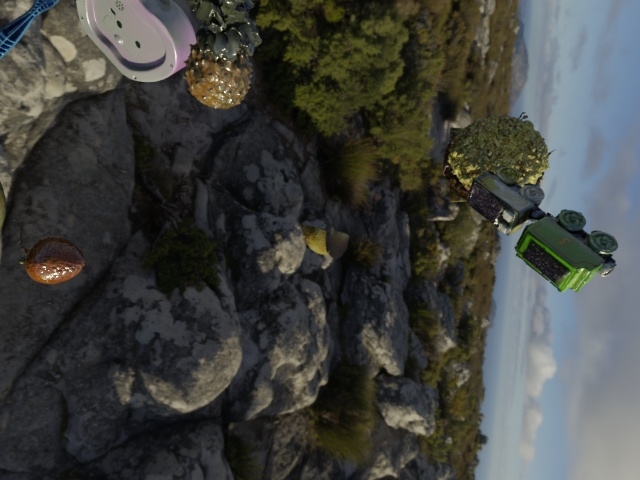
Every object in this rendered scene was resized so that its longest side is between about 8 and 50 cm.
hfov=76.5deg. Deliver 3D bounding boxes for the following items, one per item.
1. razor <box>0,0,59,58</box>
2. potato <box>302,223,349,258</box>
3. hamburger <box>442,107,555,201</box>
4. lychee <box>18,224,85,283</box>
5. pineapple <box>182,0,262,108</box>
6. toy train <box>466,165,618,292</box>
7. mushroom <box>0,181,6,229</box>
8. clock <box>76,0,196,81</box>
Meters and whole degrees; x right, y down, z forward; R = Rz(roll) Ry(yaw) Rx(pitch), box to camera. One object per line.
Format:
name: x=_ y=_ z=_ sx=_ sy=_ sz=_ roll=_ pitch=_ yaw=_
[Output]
razor: x=-0.670 y=-0.497 z=0.921 sx=0.253 sy=0.042 sz=0.082 roll=-54 pitch=130 yaw=-10
potato: x=0.000 y=0.000 z=0.991 sx=0.096 sy=0.103 sz=0.066 roll=16 pitch=89 yaw=-50
hamburger: x=0.409 y=-0.196 z=0.937 sx=0.138 sy=0.244 sz=0.261 roll=80 pitch=12 yaw=-66
lychee: x=-0.578 y=0.038 z=0.867 sx=0.101 sy=0.140 sz=0.114 roll=69 pitch=24 yaw=-50
pineapple: x=-0.150 y=-0.308 z=0.612 sx=0.119 sy=0.111 sz=0.237 roll=-35 pitch=170 yaw=-30
toy train: x=0.274 y=-0.022 z=0.525 sx=0.081 sy=0.202 sz=0.060 roll=-27 pitch=143 yaw=-16
mushroom: x=-0.430 y=-0.027 z=0.303 sx=0.292 sy=0.218 sz=0.211 roll=40 pitch=42 yaw=-36
clock: x=-0.528 y=-0.626 z=1.165 sx=0.102 sy=0.339 sz=0.338 roll=-61 pitch=145 yaw=-37
